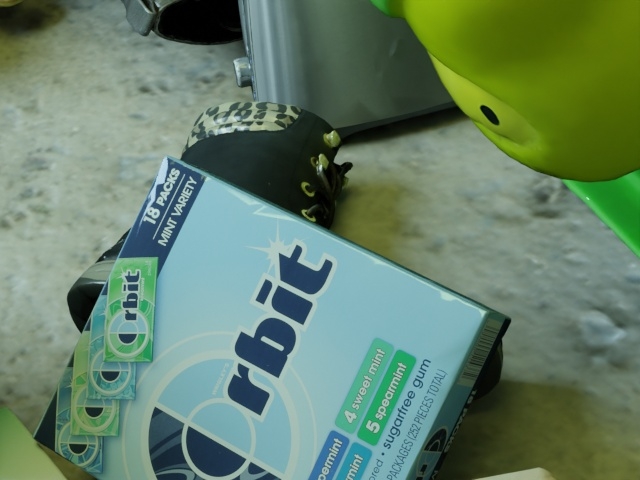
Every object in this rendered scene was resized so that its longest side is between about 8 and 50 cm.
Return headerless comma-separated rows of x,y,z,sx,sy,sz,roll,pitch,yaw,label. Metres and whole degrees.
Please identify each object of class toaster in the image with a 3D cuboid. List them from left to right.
0.047,-0.163,0.940,0.227,0.146,0.129,-13,43,0,toaster

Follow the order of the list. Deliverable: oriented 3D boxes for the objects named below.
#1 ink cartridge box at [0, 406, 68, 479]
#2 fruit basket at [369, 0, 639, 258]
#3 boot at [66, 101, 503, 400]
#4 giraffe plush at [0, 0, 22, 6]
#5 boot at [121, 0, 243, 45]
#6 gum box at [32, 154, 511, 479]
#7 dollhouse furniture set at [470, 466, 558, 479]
-0.163,0.198,0.676,0.181,0.056,0.225,-33,44,-19,ink cartridge box
0.174,-0.087,0.722,0.392,0.283,0.392,3,37,-2,fruit basket
-0.001,-0.001,0.827,0.236,0.085,0.178,6,43,18,boot
-0.304,-0.208,1.078,0.170,0.210,0.181,-15,69,-26,giraffe plush
-0.099,-0.220,1.082,0.229,0.091,0.263,39,38,22,boot
-0.027,0.067,0.709,0.184,0.041,0.157,27,93,25,gum box
0.078,0.257,0.423,0.362,0.256,0.394,-19,25,21,dollhouse furniture set
